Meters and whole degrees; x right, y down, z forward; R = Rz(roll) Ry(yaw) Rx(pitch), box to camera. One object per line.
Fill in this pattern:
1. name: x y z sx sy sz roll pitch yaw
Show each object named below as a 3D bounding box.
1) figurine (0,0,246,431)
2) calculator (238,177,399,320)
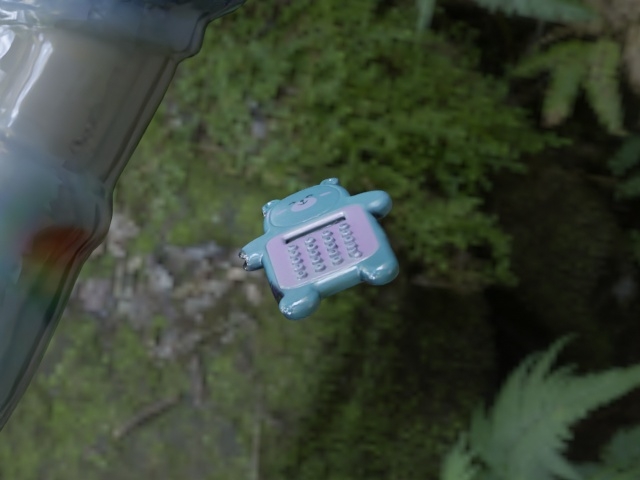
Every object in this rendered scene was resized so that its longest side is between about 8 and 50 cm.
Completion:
1. figurine: -0.027 -0.155 0.322 0.382 0.224 0.205 -47 -3 7
2. calculator: 0.000 0.000 1.019 0.141 0.094 0.019 -113 0 -64
